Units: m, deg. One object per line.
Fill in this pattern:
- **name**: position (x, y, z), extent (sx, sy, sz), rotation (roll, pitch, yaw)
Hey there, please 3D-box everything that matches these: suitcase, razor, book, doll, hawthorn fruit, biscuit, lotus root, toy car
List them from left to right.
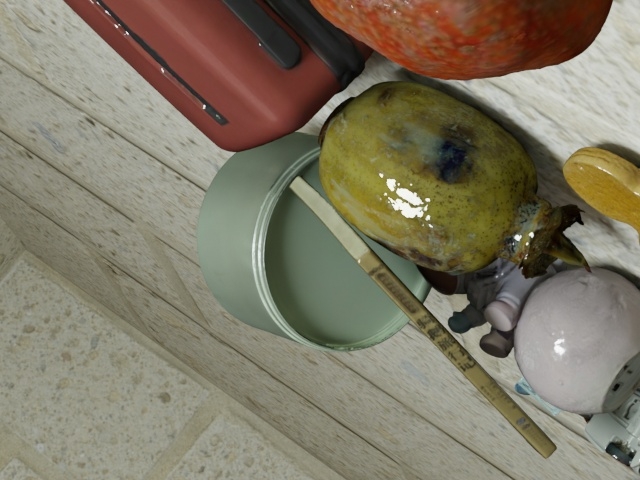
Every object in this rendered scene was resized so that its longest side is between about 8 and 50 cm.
- **suitcase**: position (-0.105, -0.228, 1.539), extent (0.297, 0.161, 0.236), rotation (44, 163, -11)
- **book**: position (0.100, 0.074, 1.666), extent (0.310, 0.021, 0.217), rotation (46, -178, -28)
- **lotus root**: position (0.120, -0.045, 1.529), extent (0.278, 0.154, 0.154), rotation (32, 163, 20)
- **hawthorn fruit**: position (0.099, -0.194, 1.091), extent (0.210, 0.210, 0.262), rotation (33, 177, 26)
- **doll**: position (0.201, 0.049, 1.664), extent (0.287, 0.151, 0.151), rotation (40, 167, 29)
- **razor**: position (0.263, 0.180, 2.075), extent (0.068, 0.040, 0.135), rotation (42, 172, -3)
- **toy car**: position (0.343, 0.186, 1.780), extent (0.112, 0.112, 0.139), rotation (32, -177, -38)
- **biscuit**: position (0.309, -0.010, 1.401), extent (0.240, 0.035, 0.158), rotation (35, 162, 17)

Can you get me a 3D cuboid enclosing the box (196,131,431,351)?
- **box**: position (0.000, 0.000, 1.808), extent (0.226, 0.226, 0.149), rotation (48, 163, -27)
